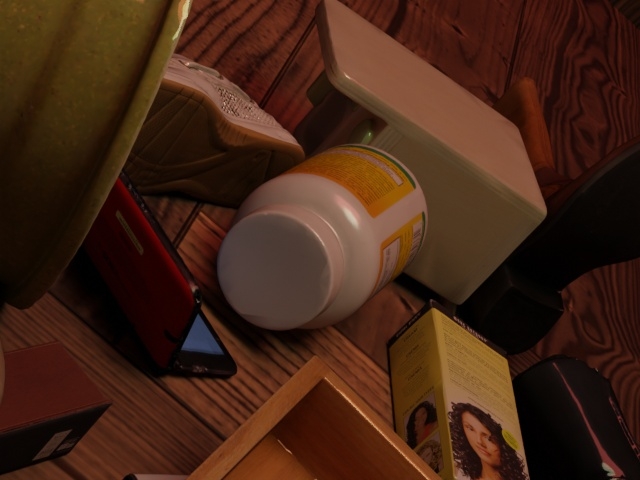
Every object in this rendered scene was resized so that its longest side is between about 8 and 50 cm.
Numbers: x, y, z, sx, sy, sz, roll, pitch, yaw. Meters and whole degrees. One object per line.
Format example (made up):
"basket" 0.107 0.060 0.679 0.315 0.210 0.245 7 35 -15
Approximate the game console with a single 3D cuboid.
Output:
"game console" -0.104 0.012 1.203 0.085 0.124 0.144 -17 60 -35

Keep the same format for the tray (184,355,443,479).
"tray" -0.027 0.223 0.929 0.203 0.076 0.411 45 29 3

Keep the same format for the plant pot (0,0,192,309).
"plant pot" -0.235 -0.133 1.042 0.254 0.276 0.276 24 28 -17

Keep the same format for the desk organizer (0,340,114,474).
"desk organizer" -0.176 0.094 0.981 0.050 0.047 0.130 48 22 15

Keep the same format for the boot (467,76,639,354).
"boot" 0.220 -0.062 1.647 0.096 0.264 0.280 25 30 -20

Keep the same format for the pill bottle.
"pill bottle" 0.000 0.000 1.352 0.117 0.117 0.208 46 22 3

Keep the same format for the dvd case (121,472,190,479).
"dvd case" 0.000 0.220 1.094 0.253 0.022 0.180 12 39 -53

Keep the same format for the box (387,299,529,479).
"box" 0.105 0.144 1.359 0.087 0.058 0.232 35 23 -21

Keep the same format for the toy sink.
"toy sink" 0.059 -0.075 1.561 0.234 0.131 0.153 32 24 -24

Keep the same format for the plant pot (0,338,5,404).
"plant pot" -0.241 0.084 0.650 0.263 0.229 0.263 35 24 -18

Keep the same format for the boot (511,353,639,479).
"boot" 0.196 0.184 1.393 0.246 0.094 0.207 25 32 -53

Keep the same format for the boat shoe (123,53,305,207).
"boat shoe" -0.118 -0.095 1.353 0.096 0.098 0.277 55 15 25
